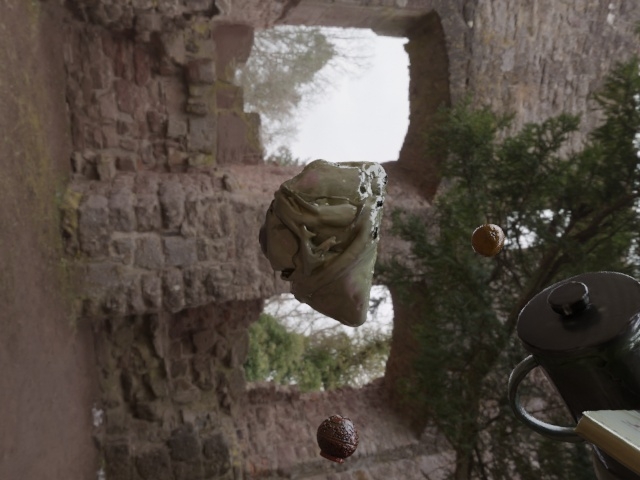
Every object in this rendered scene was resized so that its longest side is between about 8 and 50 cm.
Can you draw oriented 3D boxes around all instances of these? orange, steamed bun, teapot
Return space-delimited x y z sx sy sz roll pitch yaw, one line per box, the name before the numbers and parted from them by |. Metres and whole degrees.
orange | 0.393 0.000 1.151 0.085 0.085 0.084 176 -90 -73
steamed bun | 0.000 0.000 0.855 0.267 0.207 0.280 -74 167 -45
teapot | 0.425 0.221 0.757 0.336 0.271 0.200 56 32 -12

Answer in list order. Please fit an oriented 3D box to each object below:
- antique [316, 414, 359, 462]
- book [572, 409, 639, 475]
antique | 0.040 0.454 1.135 0.104 0.104 0.103 176 -90 -73
book | 0.392 0.238 0.488 0.201 0.290 0.026 34 -79 44
